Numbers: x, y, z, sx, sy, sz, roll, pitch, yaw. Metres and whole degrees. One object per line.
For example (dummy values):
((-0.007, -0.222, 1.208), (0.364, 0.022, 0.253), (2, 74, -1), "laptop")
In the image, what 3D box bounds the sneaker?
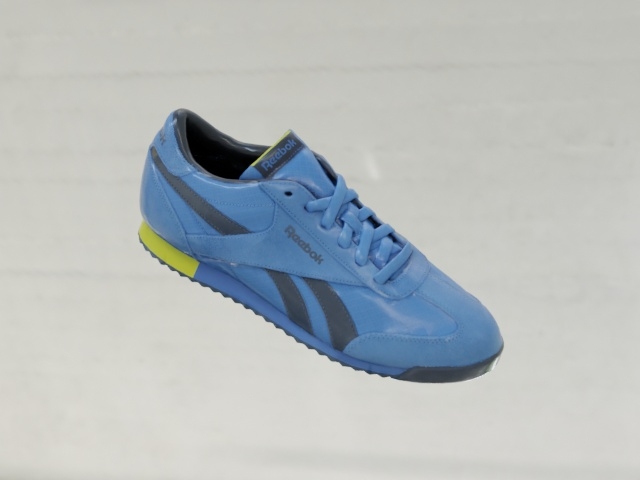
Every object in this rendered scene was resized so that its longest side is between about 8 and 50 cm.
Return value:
((0.000, 0.000, 0.755), (0.209, 0.069, 0.082), (27, -56, 17), "sneaker")
